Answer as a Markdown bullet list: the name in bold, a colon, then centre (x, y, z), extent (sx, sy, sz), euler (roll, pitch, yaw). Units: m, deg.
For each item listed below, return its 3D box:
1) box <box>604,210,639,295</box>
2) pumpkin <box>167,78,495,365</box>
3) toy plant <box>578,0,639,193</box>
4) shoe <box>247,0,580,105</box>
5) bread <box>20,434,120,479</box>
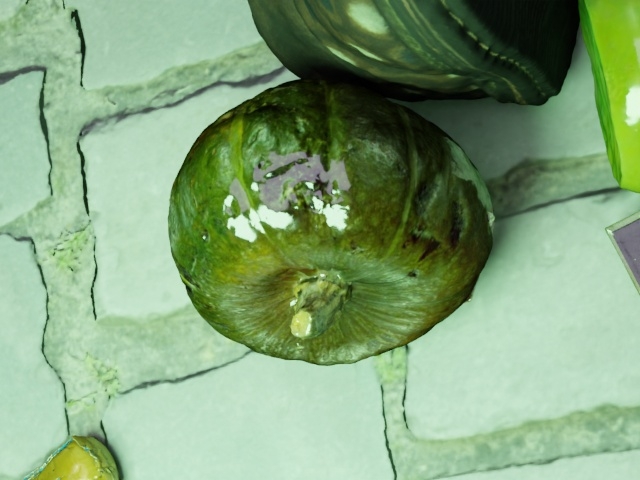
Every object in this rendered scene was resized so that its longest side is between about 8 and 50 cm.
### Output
- **box**: centre (0.279, 0.011, 0.932), extent (0.079, 0.035, 0.083), euler (-29, 71, 13)
- **pumpkin**: centre (0.001, 0.002, 0.920), extent (0.260, 0.260, 0.189), euler (-18, 46, 17)
- **toy plant**: centre (0.360, -0.143, 0.864), extent (0.316, 0.184, 0.224), euler (-13, 54, 9)
- **shoe**: centre (0.048, -0.200, 0.870), extent (0.237, 0.384, 0.171), euler (10, 91, 22)
- **bread**: centre (-0.233, 0.228, 1.077), extent (0.106, 0.053, 0.072), euler (-39, 66, 16)
